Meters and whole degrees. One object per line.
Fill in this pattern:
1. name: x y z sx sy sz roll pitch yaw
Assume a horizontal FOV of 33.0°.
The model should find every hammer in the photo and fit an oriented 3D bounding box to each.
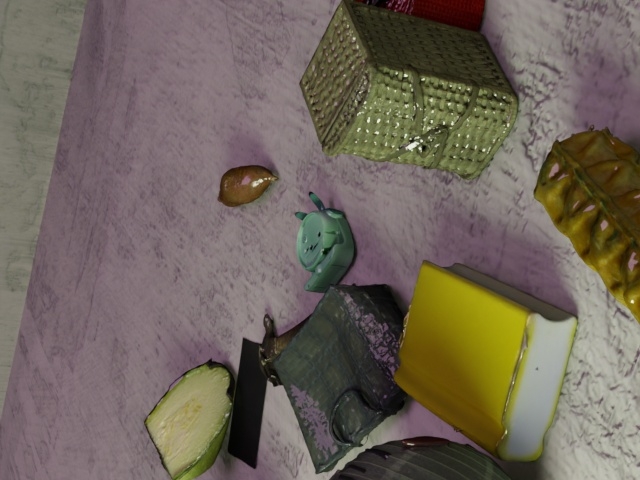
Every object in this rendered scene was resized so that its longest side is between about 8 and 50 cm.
1. hammer: -0.016 0.122 1.546 0.297 0.027 0.125 -38 50 52

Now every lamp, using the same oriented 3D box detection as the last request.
1. lamp: 0.104 0.304 1.070 0.265 0.233 0.233 124 145 -65

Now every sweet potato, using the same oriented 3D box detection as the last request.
1. sweet potato: -0.143 -0.088 1.797 0.226 0.068 0.068 -17 69 61

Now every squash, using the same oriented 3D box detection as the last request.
1. squash: -0.188 0.301 1.796 0.184 0.085 0.192 -47 37 4

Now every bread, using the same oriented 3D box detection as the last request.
1. bread: 0.284 0.001 0.942 0.269 0.098 0.087 61 177 48

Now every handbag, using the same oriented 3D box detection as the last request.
1. handbag: 0.038 0.171 1.381 0.270 0.089 0.175 -54 49 39

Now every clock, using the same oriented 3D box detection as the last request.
1. clock: 0.000 0.000 1.526 0.101 0.041 0.135 -56 38 40

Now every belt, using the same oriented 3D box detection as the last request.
1. belt: 0.097 -0.265 1.323 0.201 0.124 0.128 -43 45 50

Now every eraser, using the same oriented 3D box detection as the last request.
1. eraser: 0.168 0.122 1.150 0.226 0.069 0.158 28 105 61

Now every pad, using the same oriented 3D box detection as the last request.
1. pad: -0.114 0.258 1.722 0.116 0.004 0.193 10 93 63

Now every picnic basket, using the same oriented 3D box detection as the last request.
1. picnic basket: 0.099 -0.158 1.213 0.134 0.196 0.154 -56 38 40
